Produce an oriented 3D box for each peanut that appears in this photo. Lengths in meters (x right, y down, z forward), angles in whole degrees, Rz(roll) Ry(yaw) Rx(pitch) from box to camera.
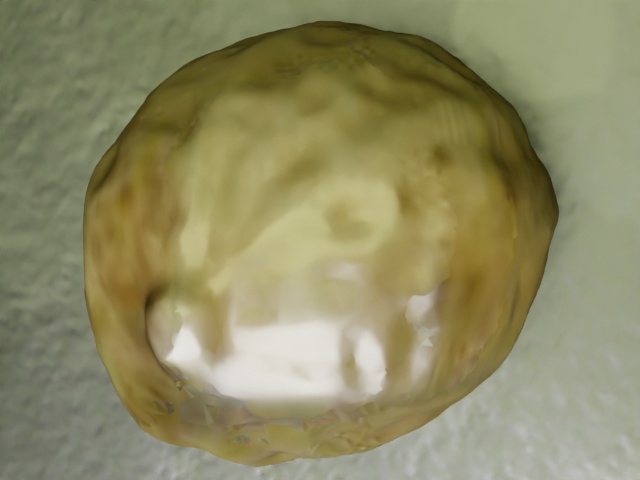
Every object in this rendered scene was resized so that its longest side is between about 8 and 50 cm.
[{"bbox_3d":[0.000,0.000,0.518,0.159,0.109,0.141,-12,105,-1],"label":"peanut"}]
